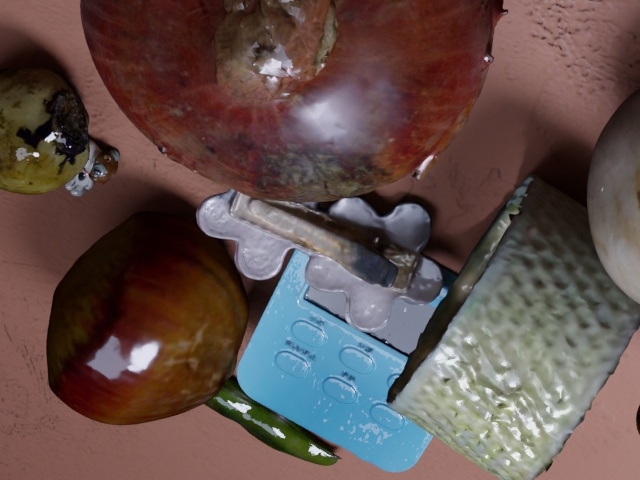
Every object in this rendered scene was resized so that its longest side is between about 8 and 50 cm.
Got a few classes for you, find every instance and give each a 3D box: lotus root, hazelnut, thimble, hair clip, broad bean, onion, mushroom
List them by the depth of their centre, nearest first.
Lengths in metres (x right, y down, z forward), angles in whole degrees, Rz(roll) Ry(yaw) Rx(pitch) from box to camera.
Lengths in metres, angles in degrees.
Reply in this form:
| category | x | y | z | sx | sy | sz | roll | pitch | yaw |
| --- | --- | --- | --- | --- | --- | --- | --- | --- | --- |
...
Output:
| category | x | y | z | sx | sy | sz | roll | pitch | yaw |
| --- | --- | --- | --- | --- | --- | --- | --- | --- | --- |
| onion | -0.014 | -0.195 | 1.411 | 0.353 | 0.354 | 0.354 | 17 | 139 | 15 |
| mushroom | 0.334 | -0.035 | 1.428 | 0.215 | 0.207 | 0.207 | 6 | 151 | -30 |
| thimble | 0.190 | 0.081 | 1.584 | 0.150 | 0.271 | 0.271 | 33 | 141 | 0 |
| hair clip | 0.002 | -0.002 | 1.726 | 0.257 | 0.075 | 0.146 | 26 | 108 | 13 |
| lotus root | -0.324 | -0.113 | 1.805 | 0.214 | 0.138 | 0.138 | -4 | 131 | 49 |
| hazelnut | -0.186 | 0.093 | 1.867 | 0.217 | 0.217 | 0.251 | 31 | 113 | -1 |
| broad bean | -0.106 | 0.192 | 2.050 | 0.297 | 0.043 | 0.060 | 31 | 152 | 1 |

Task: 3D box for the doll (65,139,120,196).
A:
| category | x | y | z | sx | sy | sz | roll | pitch | yaw |
| --- | --- | --- | --- | --- | --- | --- | --- | --- | --- |
| doll | -0.250 | -0.074 | 1.860 | 0.058 | 0.040 | 0.085 | 35 | 138 | 14 |

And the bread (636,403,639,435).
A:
| category | x | y | z | sx | sy | sz | roll | pitch | yaw |
| --- | --- | --- | --- | --- | --- | --- | --- | --- | --- |
| bread | 0.373 | 0.147 | 1.619 | 0.073 | 0.160 | 0.160 | 39 | 140 | -14 |

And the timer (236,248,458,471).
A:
| category | x | y | z | sx | sy | sz | roll | pitch | yaw |
| --- | --- | --- | --- | --- | --- | --- | --- | --- | --- |
| timer | 0.049 | 0.108 | 1.832 | 0.232 | 0.091 | 0.250 | 28 | 135 | 3 |
